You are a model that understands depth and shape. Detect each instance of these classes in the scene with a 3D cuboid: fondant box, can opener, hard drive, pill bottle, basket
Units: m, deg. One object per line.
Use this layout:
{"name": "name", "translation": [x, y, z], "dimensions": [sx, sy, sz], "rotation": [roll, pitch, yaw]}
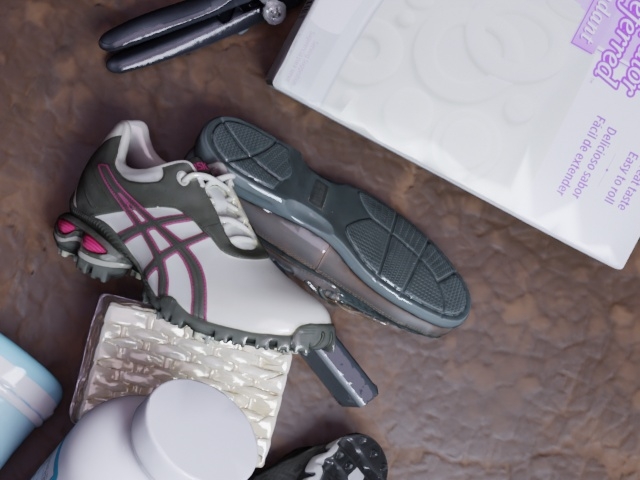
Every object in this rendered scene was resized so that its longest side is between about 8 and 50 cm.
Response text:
{"name": "fondant box", "translation": [0.154, -0.158, 1.394], "dimensions": [0.330, 0.096, 0.238], "rotation": [27, 93, -9]}
{"name": "can opener", "translation": [-0.096, -0.187, 1.409], "dimensions": [0.186, 0.073, 0.059], "rotation": [-29, 129, -6]}
{"name": "hard drive", "translation": [-0.008, 0.078, 1.374], "dimensions": [0.022, 0.094, 0.135], "rotation": [-39, 92, -11]}
{"name": "pill bottle", "translation": [-0.152, 0.214, 1.252], "dimensions": [0.146, 0.264, 0.146], "rotation": [25, 39, -22]}
{"name": "basket", "translation": [-0.109, 0.113, 1.353], "dimensions": [0.167, 0.103, 0.113], "rotation": [15, 85, -8]}

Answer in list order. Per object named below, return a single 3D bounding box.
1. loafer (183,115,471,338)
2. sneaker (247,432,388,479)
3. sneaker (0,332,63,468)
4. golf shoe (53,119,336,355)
{"name": "loafer", "translation": [0.000, 0.000, 1.400], "dimensions": [0.267, 0.084, 0.096], "rotation": [36, 39, -5]}
{"name": "sneaker", "translation": [-0.045, 0.246, 1.337], "dimensions": [0.234, 0.106, 0.078], "rotation": [-49, 115, -31]}
{"name": "sneaker", "translation": [-0.382, 0.112, 1.296], "dimensions": [0.319, 0.127, 0.208], "rotation": [33, 76, -4]}
{"name": "golf shoe", "translation": [-0.094, 0.002, 1.294], "dimensions": [0.273, 0.105, 0.120], "rotation": [27, 103, 31]}
